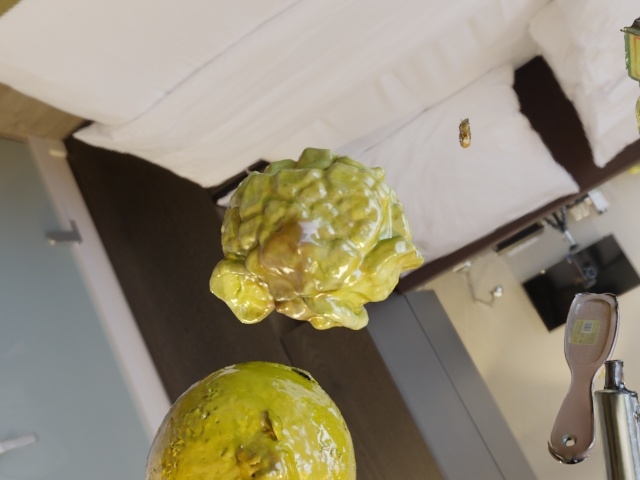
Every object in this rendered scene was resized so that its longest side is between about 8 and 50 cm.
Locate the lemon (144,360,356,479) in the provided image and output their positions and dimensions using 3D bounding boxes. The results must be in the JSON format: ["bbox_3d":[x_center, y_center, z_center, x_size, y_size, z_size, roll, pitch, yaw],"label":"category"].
[{"bbox_3d":[-0.055,0.187,0.509,0.174,0.173,0.206,-21,161,-25],"label":"lemon"}]

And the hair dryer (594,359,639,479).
[{"bbox_3d":[0.363,0.281,0.622,0.320,0.283,0.156,-2,-175,42],"label":"hair dryer"}]

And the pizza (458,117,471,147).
[{"bbox_3d":[0.193,-0.144,0.844,0.016,0.037,0.083,3,-155,10],"label":"pizza"}]

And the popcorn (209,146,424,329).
[{"bbox_3d":[-0.006,0.009,0.739,0.216,0.235,0.181,-54,164,-23],"label":"popcorn"}]

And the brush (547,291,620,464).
[{"bbox_3d":[0.367,0.187,0.862,0.072,0.067,0.313,-9,-150,35],"label":"brush"}]

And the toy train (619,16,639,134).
[{"bbox_3d":[0.463,-0.175,0.710,0.134,0.261,0.177,-25,124,-4],"label":"toy train"}]
